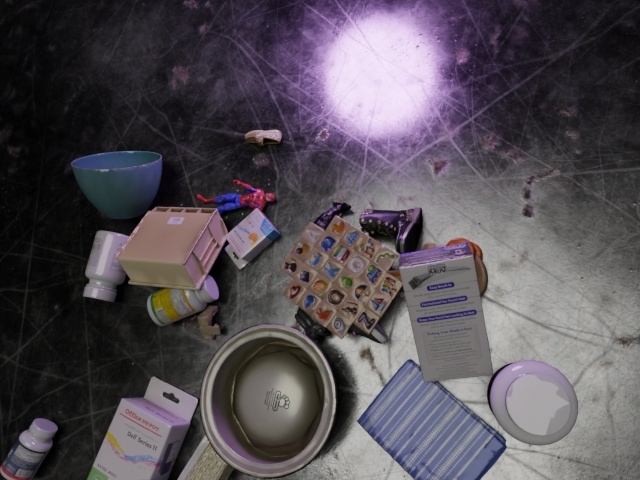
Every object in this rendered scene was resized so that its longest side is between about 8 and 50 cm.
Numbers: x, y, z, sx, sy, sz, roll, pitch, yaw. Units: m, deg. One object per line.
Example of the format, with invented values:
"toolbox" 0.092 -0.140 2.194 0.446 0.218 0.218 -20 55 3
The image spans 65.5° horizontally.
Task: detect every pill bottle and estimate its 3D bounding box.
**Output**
"pill bottle" -0.441 0.189 1.610 0.208 0.117 0.118 -23 70 10
"pill bottle" -0.735 0.091 1.718 0.131 0.131 0.229 7 77 18
"pill bottle" 0.490 0.375 1.168 0.181 0.323 0.182 -4 74 15
"pill bottle" -0.952 0.686 1.635 0.108 0.108 0.180 28 84 21

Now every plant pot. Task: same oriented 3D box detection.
"plant pot" -0.691 -0.187 1.729 0.290 0.290 0.196 8 113 18

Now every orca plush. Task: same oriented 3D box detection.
"orca plush" 0.000 0.000 1.537 0.151 0.102 0.287 38 88 22

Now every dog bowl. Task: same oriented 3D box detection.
"dog bowl" -0.131 0.451 1.430 0.407 0.150 0.408 -4 73 15

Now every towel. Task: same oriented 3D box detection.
"towel" 0.297 0.520 1.348 0.336 0.040 0.243 39 91 24

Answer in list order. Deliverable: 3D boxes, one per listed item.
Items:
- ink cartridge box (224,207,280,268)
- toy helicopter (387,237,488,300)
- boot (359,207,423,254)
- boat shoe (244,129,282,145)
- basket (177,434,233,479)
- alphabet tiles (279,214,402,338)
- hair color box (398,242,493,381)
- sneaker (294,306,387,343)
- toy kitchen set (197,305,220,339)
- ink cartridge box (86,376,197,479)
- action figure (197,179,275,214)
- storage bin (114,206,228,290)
"ink cartridge box" -0.236 -0.004 1.631 0.181 0.061 0.104 -42 68 3
"toy helicopter" 0.295 0.124 1.423 0.354 0.140 0.235 -5 83 26
"boot" 0.195 -0.029 1.444 0.178 0.236 0.085 2 118 21
"boat shoe" -0.200 -0.352 1.721 0.135 0.050 0.045 -4 69 16
"basket" -0.318 0.659 1.449 0.103 0.113 0.167 30 86 20
"alphabet tiles" 0.052 0.101 1.429 0.342 0.011 0.285 34 92 24
"hair color box" 0.328 0.191 1.300 0.185 0.110 0.339 -10 108 14
"sneaker" 0.050 0.252 1.460 0.295 0.104 0.147 32 90 26
"toy kitchen set" -0.341 0.266 1.607 0.068 0.075 0.083 0 115 20
"ink cartridge box" -0.544 0.620 1.523 0.207 0.119 0.354 18 81 20
"action figure" -0.294 -0.143 1.648 0.280 0.139 0.092 -4 69 13
"storage bin" -0.475 0.015 1.615 0.262 0.123 0.260 3 46 20
